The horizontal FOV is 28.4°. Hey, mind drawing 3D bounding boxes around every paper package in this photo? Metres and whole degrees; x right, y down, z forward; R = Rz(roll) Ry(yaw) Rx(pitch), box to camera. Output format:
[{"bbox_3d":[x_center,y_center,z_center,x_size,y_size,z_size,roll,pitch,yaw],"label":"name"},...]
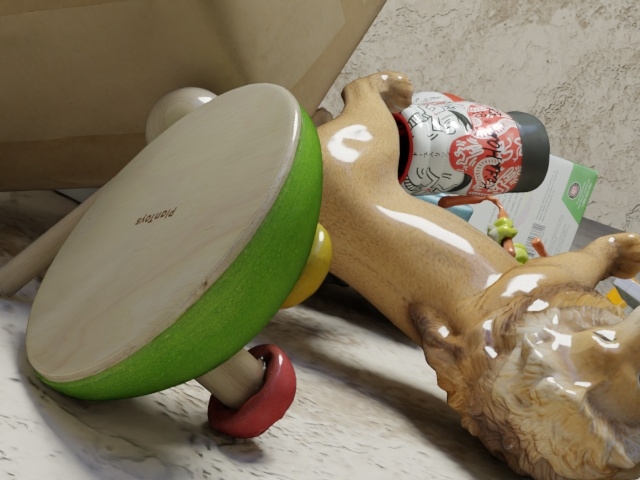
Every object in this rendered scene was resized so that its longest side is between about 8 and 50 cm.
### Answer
[{"bbox_3d":[-0.123,-0.192,0.911,0.309,0.168,0.325,-2,37,27],"label":"paper package"}]

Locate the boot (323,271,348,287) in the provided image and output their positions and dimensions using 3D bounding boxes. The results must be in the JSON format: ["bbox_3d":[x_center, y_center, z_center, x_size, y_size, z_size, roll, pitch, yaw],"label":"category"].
[{"bbox_3d":[0.000,0.000,0.988,0.222,0.118,0.338,28,15,8],"label":"boot"}]

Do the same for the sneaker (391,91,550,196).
[{"bbox_3d":[0.068,-0.087,1.115,0.145,0.090,0.270,-1,8,-26],"label":"sneaker"}]

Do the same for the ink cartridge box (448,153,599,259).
[{"bbox_3d":[0.248,-0.059,1.717,0.212,0.154,0.093,15,10,-29],"label":"ink cartridge box"}]

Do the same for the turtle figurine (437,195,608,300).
[{"bbox_3d":[0.214,0.058,1.150,0.217,0.087,0.269,41,5,40],"label":"turtle figurine"}]

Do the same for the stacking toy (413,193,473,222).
[{"bbox_3d":[0.018,-0.070,1.365,0.279,0.130,0.309,18,9,-12],"label":"stacking toy"}]

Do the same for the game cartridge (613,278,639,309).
[{"bbox_3d":[0.308,0.065,1.168,0.083,0.017,0.056,42,2,33],"label":"game cartridge"}]

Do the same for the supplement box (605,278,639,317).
[{"bbox_3d":[0.335,0.087,1.273,0.098,0.036,0.062,50,7,-6],"label":"supplement box"}]

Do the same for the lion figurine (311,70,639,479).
[{"bbox_3d":[0.076,0.014,0.835,0.392,0.142,0.240,31,28,27],"label":"lion figurine"}]

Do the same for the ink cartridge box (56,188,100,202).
[{"bbox_3d":[-0.154,-0.093,1.128,0.128,0.127,0.176,24,11,25],"label":"ink cartridge box"}]

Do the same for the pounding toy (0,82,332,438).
[{"bbox_3d":[-0.057,0.018,0.660,0.110,0.183,0.237,44,-6,-27],"label":"pounding toy"}]
